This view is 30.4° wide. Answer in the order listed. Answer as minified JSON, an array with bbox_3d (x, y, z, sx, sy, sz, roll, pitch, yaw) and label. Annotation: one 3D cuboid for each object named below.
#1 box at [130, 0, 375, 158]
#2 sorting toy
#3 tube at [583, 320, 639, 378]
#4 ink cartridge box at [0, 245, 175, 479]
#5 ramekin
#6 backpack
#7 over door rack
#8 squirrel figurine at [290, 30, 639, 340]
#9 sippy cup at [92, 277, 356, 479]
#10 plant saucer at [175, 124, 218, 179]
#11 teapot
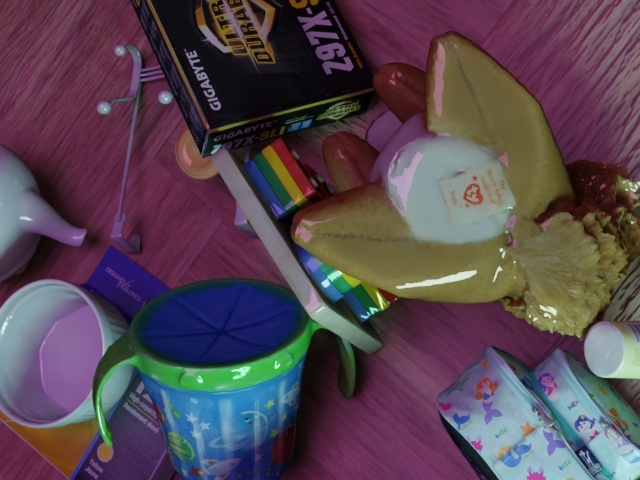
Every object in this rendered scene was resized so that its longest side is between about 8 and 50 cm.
[{"bbox_3d":[-0.102,-0.292,1.641,0.257,0.079,0.322,-16,67,-22],"label":"box"},{"bbox_3d":[0.000,0.000,1.517,0.089,0.257,0.255,-36,67,6],"label":"sorting toy"},{"bbox_3d":[0.402,0.125,1.327,0.062,0.240,0.070,45,125,49],"label":"tube"},{"bbox_3d":[-0.302,0.205,1.726,0.303,0.072,0.307,33,97,27],"label":"ink cartridge box"},{"bbox_3d":[-0.360,0.163,1.665,0.207,0.109,0.207,-5,79,23],"label":"ramekin"},{"bbox_3d":[0.263,0.230,1.360,0.253,0.225,0.191,43,98,24],"label":"backpack"},{"bbox_3d":[-0.204,-0.156,1.726,0.239,0.108,0.324,-6,78,25],"label":"over door rack"},{"bbox_3d":[0.189,-0.042,1.413,0.397,0.370,0.281,31,94,-2],"label":"squirrel figurine"},{"bbox_3d":[-0.122,0.199,1.536,0.305,0.240,0.224,7,117,18],"label":"sippy cup"},{"bbox_3d":[-0.169,-0.128,1.658,0.083,0.013,0.083,2,95,23],"label":"plant saucer"},{"bbox_3d":[-0.526,-0.015,1.818,0.252,0.187,0.256,-41,37,-7],"label":"teapot"}]
